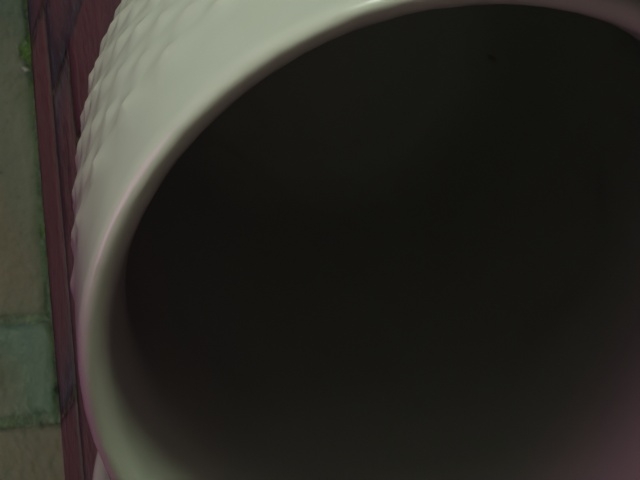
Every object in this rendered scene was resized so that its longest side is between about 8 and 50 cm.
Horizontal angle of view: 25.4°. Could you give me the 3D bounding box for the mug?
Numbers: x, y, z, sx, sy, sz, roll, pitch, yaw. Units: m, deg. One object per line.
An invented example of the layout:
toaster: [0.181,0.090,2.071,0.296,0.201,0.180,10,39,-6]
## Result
mug: [0.000,0.000,0.661,0.374,0.276,0.328,-55,23,19]
